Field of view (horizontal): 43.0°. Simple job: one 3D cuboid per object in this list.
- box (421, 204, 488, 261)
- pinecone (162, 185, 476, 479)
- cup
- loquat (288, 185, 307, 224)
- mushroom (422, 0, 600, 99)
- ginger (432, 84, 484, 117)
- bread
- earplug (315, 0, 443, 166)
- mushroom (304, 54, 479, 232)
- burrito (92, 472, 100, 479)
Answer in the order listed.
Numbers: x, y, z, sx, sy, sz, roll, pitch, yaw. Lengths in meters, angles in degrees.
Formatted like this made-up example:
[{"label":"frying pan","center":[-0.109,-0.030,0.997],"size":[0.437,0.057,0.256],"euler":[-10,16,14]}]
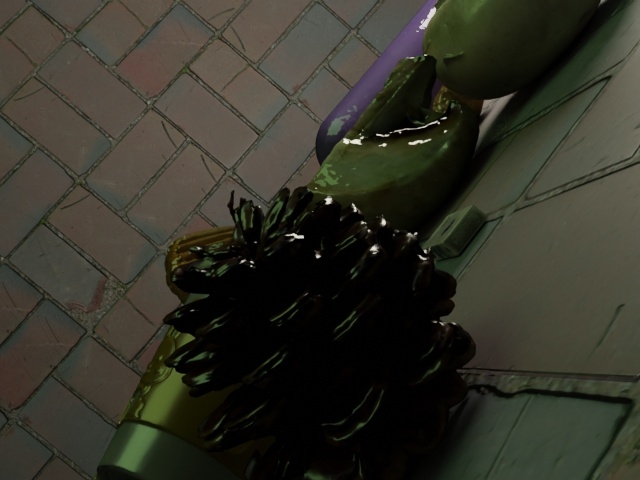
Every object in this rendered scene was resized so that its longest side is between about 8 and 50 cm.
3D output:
[{"label":"box","center":[0.143,-0.007,0.872],"size":[0.054,0.024,0.083],"euler":[-48,3,-11]},{"label":"pinecone","center":[-0.012,0.067,0.567],"size":[0.221,0.221,0.221],"euler":[-49,4,5]},{"label":"cup","center":[-0.081,0.153,0.762],"size":[0.226,0.185,0.241],"euler":[-58,11,-32]},{"label":"loquat","center":[0.000,0.000,1.337],"size":[0.179,0.179,0.227],"euler":[-46,3,41]},{"label":"mushroom","center":[0.295,-0.388,1.224],"size":[0.315,0.315,0.356],"euler":[-75,-9,-81]},{"label":"ginger","center":[0.243,-0.230,1.519],"size":[0.131,0.086,0.294],"euler":[-62,-3,-8]},{"label":"bread","center":[-0.136,0.083,1.370],"size":[0.149,0.274,0.274],"euler":[-41,5,10]},{"label":"earplug","center":[0.169,-0.298,1.701],"size":[0.456,0.215,0.215],"euler":[-46,3,-10]},{"label":"mushroom","center":[0.136,-0.099,1.196],"size":[0.292,0.211,0.217],"euler":[-65,-34,-28]},{"label":"burrito","center":[-0.242,0.315,1.285],"size":[0.332,0.135,0.190],"euler":[-51,0,7]}]
